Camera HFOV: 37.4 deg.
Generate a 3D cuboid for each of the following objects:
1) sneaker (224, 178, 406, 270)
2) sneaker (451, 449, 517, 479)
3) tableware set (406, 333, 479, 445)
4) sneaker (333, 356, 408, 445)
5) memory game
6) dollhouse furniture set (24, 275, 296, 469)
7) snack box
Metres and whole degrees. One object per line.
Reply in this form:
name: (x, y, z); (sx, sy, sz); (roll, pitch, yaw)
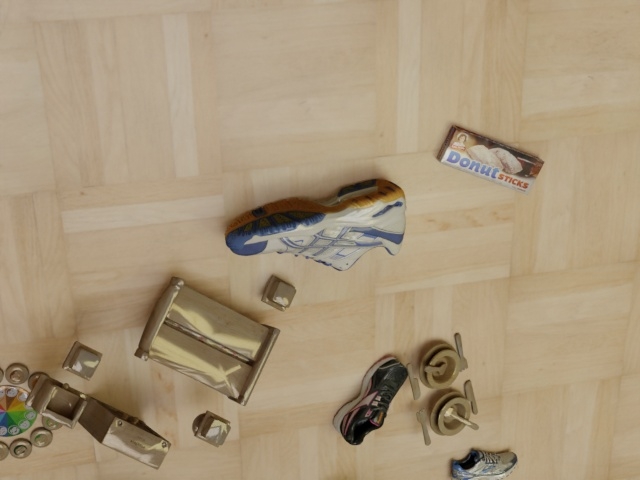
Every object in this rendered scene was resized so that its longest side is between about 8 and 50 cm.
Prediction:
sneaker: (0.000, 0.000, 1.500); (0.296, 0.112, 0.131); (-12, 116, -9)
sneaker: (0.312, 0.426, 1.807); (0.135, 0.052, 0.058); (-17, 112, -8)
tableware set: (0.230, 0.275, 1.702); (0.128, 0.039, 0.194); (-28, 119, -22)
sneaker: (0.100, 0.292, 1.674); (0.072, 0.077, 0.178); (28, 103, -25)
memory game: (-0.509, 0.281, 1.540); (0.186, 0.012, 0.186); (-6, 115, -12)
dollhouse furniture set: (-0.262, 0.162, 1.534); (0.303, 0.174, 0.356); (31, 78, -25)
snack box: (0.282, -0.132, 1.567); (0.178, 0.022, 0.064); (17, 109, -22)
